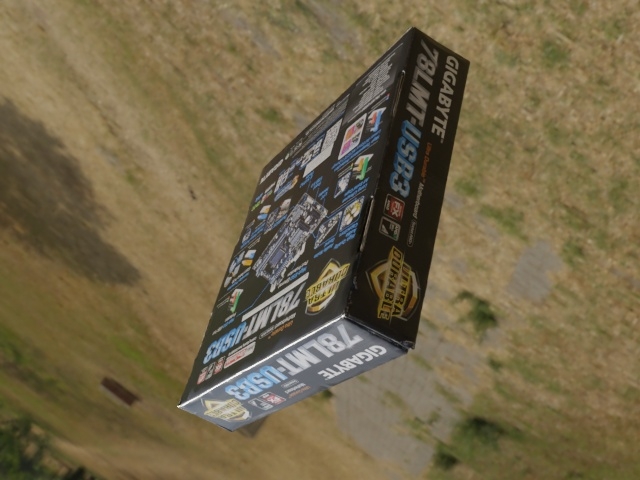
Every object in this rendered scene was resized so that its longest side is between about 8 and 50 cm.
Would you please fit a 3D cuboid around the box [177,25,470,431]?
[{"bbox_3d":[0.000,0.000,0.833,0.073,0.293,0.295,27,145,-20],"label":"box"}]
